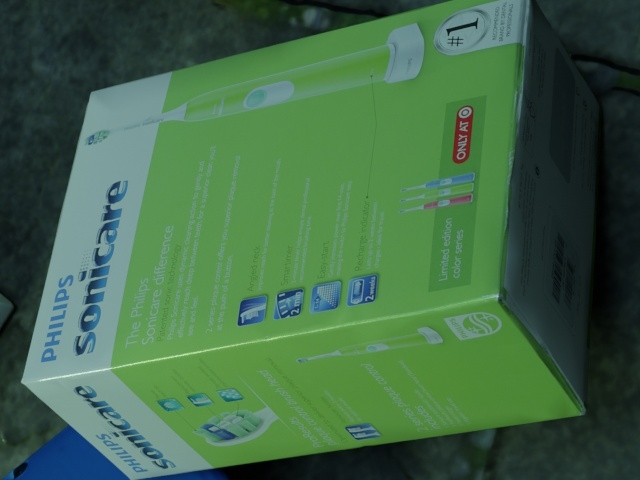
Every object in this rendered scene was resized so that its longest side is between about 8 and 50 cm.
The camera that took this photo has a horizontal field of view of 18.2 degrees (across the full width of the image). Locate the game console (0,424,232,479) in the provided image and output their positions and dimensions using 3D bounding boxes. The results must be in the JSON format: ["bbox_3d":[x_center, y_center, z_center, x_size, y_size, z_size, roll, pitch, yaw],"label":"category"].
[{"bbox_3d":[-0.134,0.264,1.165,0.293,0.173,0.250,-39,94,-1],"label":"game console"}]

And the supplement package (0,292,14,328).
[{"bbox_3d":[-0.379,0.084,1.274,0.198,0.199,0.263,37,98,30],"label":"supplement package"}]

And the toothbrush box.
[{"bbox_3d":[0.000,0.000,1.095,0.283,0.122,0.206,-11,51,25],"label":"toothbrush box"}]
